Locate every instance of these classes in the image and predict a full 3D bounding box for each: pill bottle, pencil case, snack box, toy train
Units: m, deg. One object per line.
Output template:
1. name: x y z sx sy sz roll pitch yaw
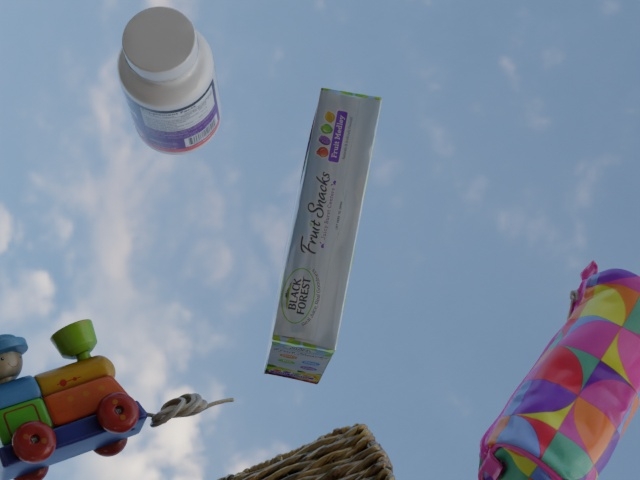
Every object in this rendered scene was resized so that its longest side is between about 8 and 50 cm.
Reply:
1. pill bottle: -0.170 -0.180 1.462 0.108 0.193 0.108 0 -110 0
2. pencil case: 0.218 0.126 1.096 0.104 0.236 0.104 23 -39 20
3. snack box: 0.000 0.000 0.714 0.037 0.100 0.141 11 -107 -1
4. toy train: -0.229 0.144 1.344 0.143 0.248 0.105 65 -25 17

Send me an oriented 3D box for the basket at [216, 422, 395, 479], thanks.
1. basket: -0.028 0.368 1.325 0.213 0.299 0.223 -123 -167 -60
